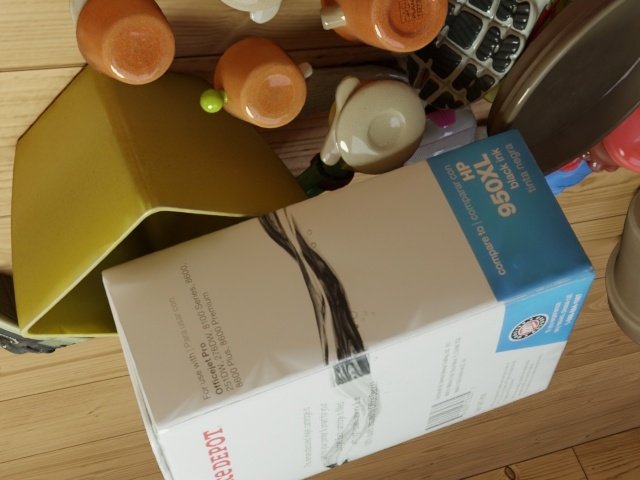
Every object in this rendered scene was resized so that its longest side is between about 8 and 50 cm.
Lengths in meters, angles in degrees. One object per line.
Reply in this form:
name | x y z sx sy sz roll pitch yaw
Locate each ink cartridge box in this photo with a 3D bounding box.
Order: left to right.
ink cartridge box | 0.021 0.088 1.183 0.394 0.166 0.285 -19 155 -10

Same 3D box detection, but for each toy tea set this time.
toy tea set | -0.045 -0.187 1.087 0.336 0.124 0.200 14 105 -30

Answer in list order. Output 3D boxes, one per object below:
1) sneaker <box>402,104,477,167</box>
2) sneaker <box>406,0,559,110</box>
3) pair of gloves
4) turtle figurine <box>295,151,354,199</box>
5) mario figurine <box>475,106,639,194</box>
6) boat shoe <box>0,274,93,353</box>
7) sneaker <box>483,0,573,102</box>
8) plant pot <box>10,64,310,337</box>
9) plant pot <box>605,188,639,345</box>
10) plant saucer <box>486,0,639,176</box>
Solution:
sneaker | 0.148 -0.074 1.516 0.102 0.111 0.252 -21 157 -7
sneaker | 0.190 -0.231 1.179 0.118 0.107 0.279 -9 142 -56
pair of gloves | 0.097 -0.190 1.301 0.204 0.042 0.240 -5 152 -39
turtle figurine | 0.000 0.000 1.415 0.266 0.275 0.198 -32 -166 35
mario figurine | 0.308 -0.139 1.572 0.320 0.170 0.198 -34 -166 48
boat shoe | -0.341 0.096 1.460 0.073 0.080 0.223 -35 160 14
sneaker | 0.240 -0.203 1.286 0.208 0.094 0.081 -50 171 37
plant pot | -0.165 -0.043 1.182 0.212 0.187 0.212 4 144 -48
plant pot | 0.570 0.020 2.002 0.263 0.263 0.229 -24 141 2
plant saucer | 0.258 -0.163 1.211 0.277 0.041 0.278 -34 157 -17
